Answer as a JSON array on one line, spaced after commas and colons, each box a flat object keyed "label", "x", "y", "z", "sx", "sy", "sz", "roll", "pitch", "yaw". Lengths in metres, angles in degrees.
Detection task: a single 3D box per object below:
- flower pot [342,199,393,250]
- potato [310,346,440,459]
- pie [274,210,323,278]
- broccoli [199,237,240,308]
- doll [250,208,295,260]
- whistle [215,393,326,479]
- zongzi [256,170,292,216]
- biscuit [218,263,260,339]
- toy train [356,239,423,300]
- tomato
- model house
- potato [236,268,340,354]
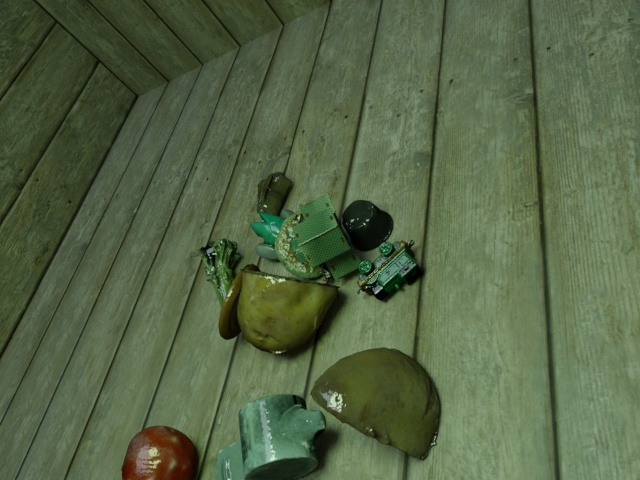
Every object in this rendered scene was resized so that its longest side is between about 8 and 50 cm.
[{"label": "flower pot", "x": 0.140, "y": -0.059, "z": 1.641, "sx": 0.157, "sy": 0.107, "sz": 0.158, "roll": -23, "pitch": 45, "yaw": 26}, {"label": "potato", "x": 0.150, "y": 0.356, "z": 1.197, "sx": 0.211, "sy": 0.264, "sz": 0.190, "roll": 28, "pitch": 87, "yaw": 53}, {"label": "pie", "x": -0.037, "y": 0.008, "z": 1.694, "sx": 0.240, "sy": 0.054, "sz": 0.241, "roll": -1, "pitch": 74, "yaw": 3}, {"label": "broccoli", "x": -0.352, "y": 0.145, "z": 1.870, "sx": 0.145, "sy": 0.165, "sz": 0.304, "roll": -10, "pitch": 60, "yaw": -7}, {"label": "doll", "x": -0.138, "y": 0.003, "z": 1.808, "sx": 0.194, "sy": 0.153, "sz": 0.258, "roll": -28, "pitch": 59, "yaw": -7}, {"label": "whistle", "x": -0.141, "y": 0.559, "z": 1.362, "sx": 0.405, "sy": 0.188, "sz": 0.168, "roll": -57, "pitch": 35, "yaw": 40}, {"label": "zongzi", "x": -0.220, "y": -0.171, "z": 2.033, "sx": 0.197, "sy": 0.099, "sz": 0.195, "roll": -9, "pitch": 52, "yaw": 47}, {"label": "biscuit", "x": -0.254, "y": 0.202, "z": 1.664, "sx": 0.037, "sy": 0.262, "sz": 0.262, "roll": 19, "pitch": 69, "yaw": 15}, {"label": "toy train", "x": 0.203, "y": 0.092, "z": 1.486, "sx": 0.227, "sy": 0.091, "sz": 0.136, "roll": -44, "pitch": 52, "yaw": 2}, {"label": "tomato", "x": -0.463, "y": 0.655, "z": 1.486, "sx": 0.188, "sy": 0.232, "sz": 0.232, "roll": -9, "pitch": 50, "yaw": 7}, {"label": "model house", "x": 0.000, "y": 0.000, "z": 1.541, "sx": 0.178, "sy": 0.206, "sz": 0.271, "roll": -23, "pitch": 85, "yaw": 5}, {"label": "potato", "x": -0.113, "y": 0.226, "z": 1.538, "sx": 0.288, "sy": 0.300, "sz": 0.237, "roll": 4, "pitch": 83, "yaw": 55}]
